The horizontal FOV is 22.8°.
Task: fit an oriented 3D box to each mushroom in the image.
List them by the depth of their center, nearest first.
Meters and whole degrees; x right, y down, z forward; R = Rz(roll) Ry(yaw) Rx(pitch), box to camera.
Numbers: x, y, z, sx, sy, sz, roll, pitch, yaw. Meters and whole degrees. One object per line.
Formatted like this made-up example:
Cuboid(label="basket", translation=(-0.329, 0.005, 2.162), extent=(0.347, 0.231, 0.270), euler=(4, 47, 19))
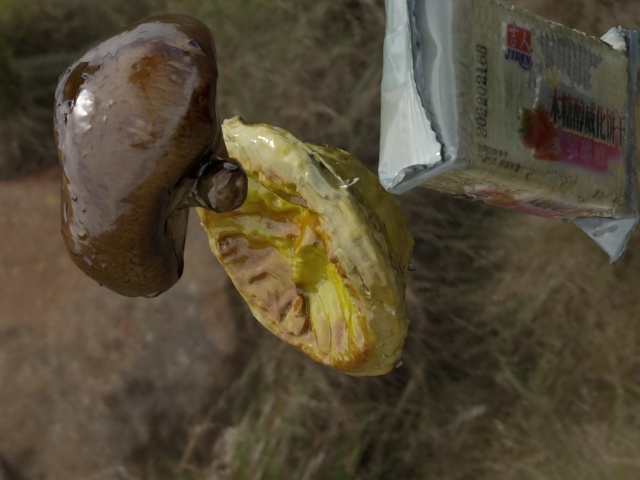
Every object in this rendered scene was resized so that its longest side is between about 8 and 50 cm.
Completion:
Cuboid(label="mushroom", translation=(-0.148, -0.069, 1.230), extent=(0.194, 0.138, 0.231), euler=(-126, 41, -49))

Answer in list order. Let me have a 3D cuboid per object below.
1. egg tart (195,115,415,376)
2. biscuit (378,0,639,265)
Cuboid(label="egg tart", translation=(0.000, 0.001, 1.801), extent=(0.132, 0.341, 0.341), euler=(-39, 29, -28))
Cuboid(label="biscuit", translation=(0.141, -0.096, 1.128), extent=(0.079, 0.309, 0.186), euler=(-4, 78, 43))
